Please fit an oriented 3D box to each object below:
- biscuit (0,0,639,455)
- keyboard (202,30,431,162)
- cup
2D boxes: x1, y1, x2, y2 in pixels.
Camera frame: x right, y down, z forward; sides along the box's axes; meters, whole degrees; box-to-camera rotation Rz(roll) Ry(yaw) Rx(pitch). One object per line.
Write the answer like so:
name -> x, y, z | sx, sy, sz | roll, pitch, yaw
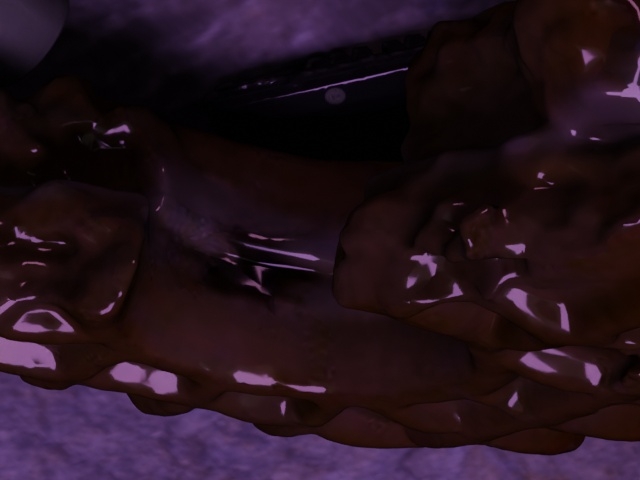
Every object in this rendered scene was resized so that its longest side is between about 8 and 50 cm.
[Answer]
biscuit -> 0.016, 0.005, 0.639 | 0.366, 0.115, 0.268 | -1, 161, 30
keyboard -> 0.068, -0.065, 0.722 | 0.231, 0.023, 0.072 | -12, 140, 10
cup -> -0.141, -0.096, 0.648 | 0.054, 0.075, 0.083 | -45, 125, 12
